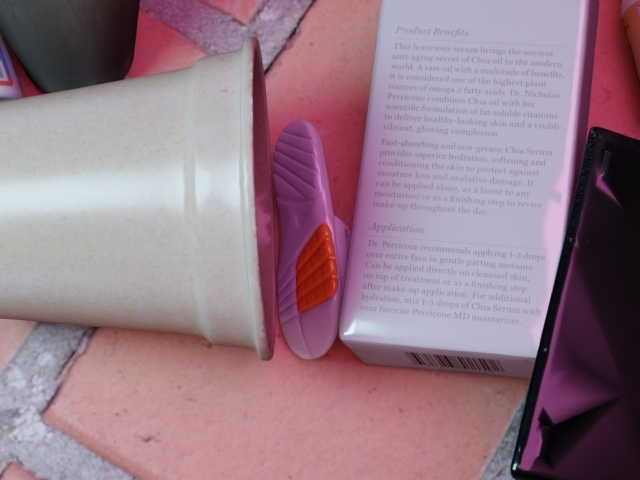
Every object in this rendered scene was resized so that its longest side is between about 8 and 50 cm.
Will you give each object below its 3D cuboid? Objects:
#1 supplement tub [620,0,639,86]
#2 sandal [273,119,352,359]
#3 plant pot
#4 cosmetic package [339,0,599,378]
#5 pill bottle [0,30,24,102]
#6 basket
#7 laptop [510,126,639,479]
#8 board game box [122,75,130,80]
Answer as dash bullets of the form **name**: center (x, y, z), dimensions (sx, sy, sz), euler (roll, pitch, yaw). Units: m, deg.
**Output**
- **supplement tub**: center (0.437, -0.240, 1.881), dimensions (0.144, 0.144, 0.199), euler (-8, 75, -12)
- **sandal**: center (0.007, -0.002, 1.760), dimensions (0.076, 0.102, 0.265), euler (4, 79, -39)
- **plant pot**: center (-0.208, -0.036, 1.643), dimensions (0.305, 0.334, 0.334), euler (-3, 74, 1)
- **cosmetic package**: center (0.169, -0.088, 1.733), dimensions (0.230, 0.161, 0.453), euler (5, 77, 14)
- **pill bottle**: center (-0.415, -0.230, 1.748), dimensions (0.124, 0.124, 0.221), euler (-17, 76, -14)
- **basket**: center (-0.275, -0.265, 1.715), dimensions (0.204, 0.227, 0.154), euler (-18, 63, -12)
- **laptop**: center (0.401, 0.145, 1.704), dimensions (0.408, 0.236, 0.382), euler (18, 71, -6)
- **board game box**: center (-0.245, -0.149, 1.805), dimensions (0.090, 0.020, 0.090), euler (-40, 83, -17)
